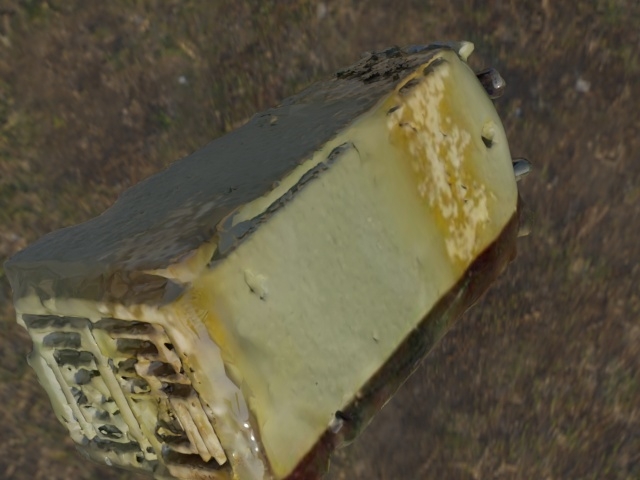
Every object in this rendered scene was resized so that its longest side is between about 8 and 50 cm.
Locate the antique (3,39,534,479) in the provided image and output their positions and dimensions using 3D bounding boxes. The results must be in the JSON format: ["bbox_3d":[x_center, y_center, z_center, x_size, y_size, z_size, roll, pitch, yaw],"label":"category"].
[{"bbox_3d":[0.000,0.000,0.707,0.150,0.125,0.284,0,29,46],"label":"antique"}]
